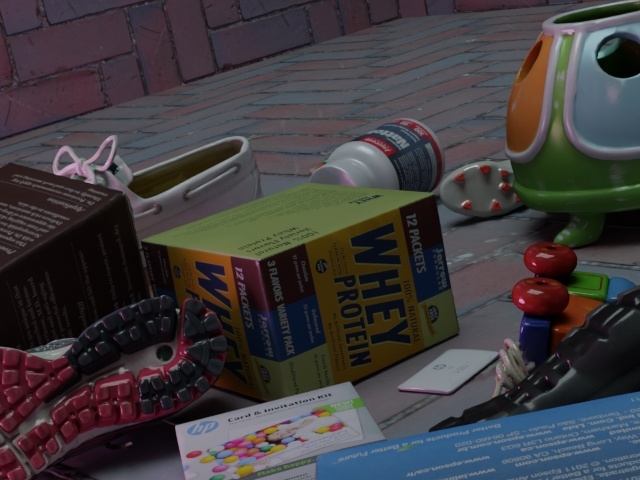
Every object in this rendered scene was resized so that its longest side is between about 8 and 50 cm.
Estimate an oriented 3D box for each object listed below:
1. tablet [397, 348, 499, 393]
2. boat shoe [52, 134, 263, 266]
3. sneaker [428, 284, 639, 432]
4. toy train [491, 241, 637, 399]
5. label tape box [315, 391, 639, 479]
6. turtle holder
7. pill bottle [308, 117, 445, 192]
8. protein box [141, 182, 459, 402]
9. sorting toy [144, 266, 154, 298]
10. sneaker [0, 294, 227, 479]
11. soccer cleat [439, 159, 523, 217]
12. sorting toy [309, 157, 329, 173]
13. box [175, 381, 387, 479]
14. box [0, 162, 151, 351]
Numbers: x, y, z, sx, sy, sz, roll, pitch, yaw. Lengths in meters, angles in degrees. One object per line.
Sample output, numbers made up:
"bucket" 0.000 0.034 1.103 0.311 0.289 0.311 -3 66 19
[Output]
"tablet" 0.108 0.109 1.132 0.054 0.006 0.083 0 18 39
"boat shoe" -0.233 -0.045 1.479 0.367 0.156 0.136 -16 29 -21
"sneaker" 0.141 0.134 0.831 0.267 0.106 0.101 -35 4 0
"toy train" 0.208 0.086 0.982 0.143 0.105 0.248 6 19 13
"label tape box" 0.124 0.189 0.619 0.241 0.105 0.333 -12 15 3
"turtle holder" 0.353 -0.138 1.429 0.320 0.227 0.243 -5 16 28
"pill bottle" 0.068 -0.081 1.682 0.108 0.108 0.180 -1 19 37
"protein box" -0.019 0.042 1.230 0.200 0.135 0.201 -21 16 -33
"sorting toy" -0.239 0.101 1.391 0.307 0.041 0.229 -17 20 -17
"sneaker" -0.219 0.140 1.110 0.299 0.120 0.112 -15 -14 -9
"soccer cleat" 0.230 -0.069 1.609 0.196 0.068 0.076 -14 0 -14
"sorting toy" 0.014 -0.114 2.037 0.062 0.012 0.083 -17 16 -17
"box" -0.025 0.164 0.971 0.145 0.038 0.186 -13 14 -7
"box" -0.287 0.053 1.238 0.168 0.167 0.203 16 37 36
